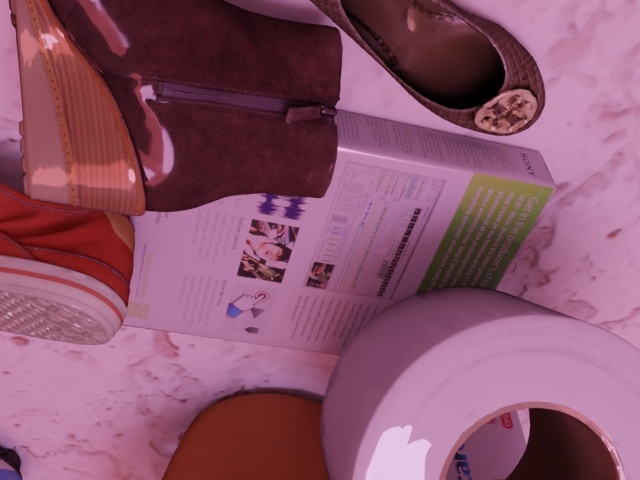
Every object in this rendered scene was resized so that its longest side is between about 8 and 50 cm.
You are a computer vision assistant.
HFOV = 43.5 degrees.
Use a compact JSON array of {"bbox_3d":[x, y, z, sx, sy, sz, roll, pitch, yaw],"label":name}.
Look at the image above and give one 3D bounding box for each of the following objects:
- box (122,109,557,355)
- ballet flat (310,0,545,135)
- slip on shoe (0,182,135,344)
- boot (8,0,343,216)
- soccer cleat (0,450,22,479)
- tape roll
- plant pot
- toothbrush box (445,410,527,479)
[{"bbox_3d":[0.000,0.000,0.677,0.322,0.058,0.232,11,130,-12],"label":"box"},{"bbox_3d":[0.068,-0.141,0.551,0.250,0.058,0.084,35,122,-29],"label":"ballet flat"},{"bbox_3d":[-0.294,-0.005,0.615,0.332,0.101,0.123,11,149,10],"label":"slip on shoe"},{"bbox_3d":[-0.089,-0.140,0.516,0.207,0.090,0.248,-4,105,-21],"label":"boot"},{"bbox_3d":[-0.427,0.219,0.783,0.116,0.143,0.331,-28,127,20],"label":"soccer cleat"},{"bbox_3d":[0.129,0.163,0.607,0.246,0.169,0.246,0,94,-6],"label":"tape roll"},{"bbox_3d":[-0.056,0.296,0.826,0.291,0.203,0.290,2,132,2],"label":"plant pot"},{"bbox_3d":[0.135,0.318,0.868,0.122,0.206,0.283,2,131,-6],"label":"toothbrush box"}]
